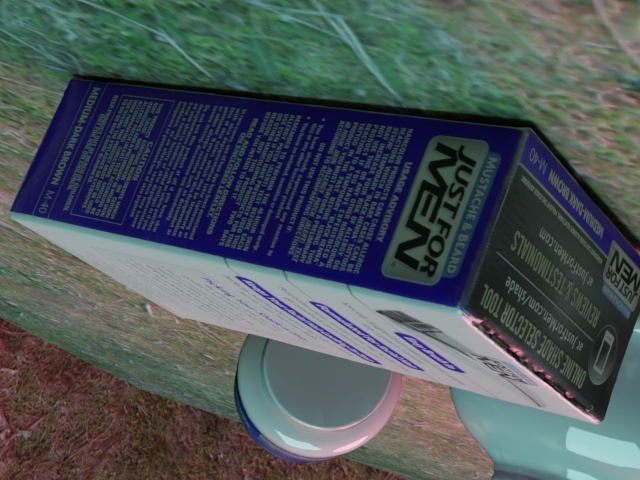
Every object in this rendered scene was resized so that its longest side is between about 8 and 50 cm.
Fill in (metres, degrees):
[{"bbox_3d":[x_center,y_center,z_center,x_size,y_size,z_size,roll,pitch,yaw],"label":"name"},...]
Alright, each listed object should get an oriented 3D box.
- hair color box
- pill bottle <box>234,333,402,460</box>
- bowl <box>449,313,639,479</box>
[{"bbox_3d":[0.000,0.000,0.782,0.339,0.110,0.185,13,164,38],"label":"hair color box"},{"bbox_3d":[-0.005,0.131,1.241,0.152,0.152,0.272,20,167,0],"label":"pill bottle"},{"bbox_3d":[0.219,0.147,1.001,0.298,0.134,0.298,19,167,4],"label":"bowl"}]
